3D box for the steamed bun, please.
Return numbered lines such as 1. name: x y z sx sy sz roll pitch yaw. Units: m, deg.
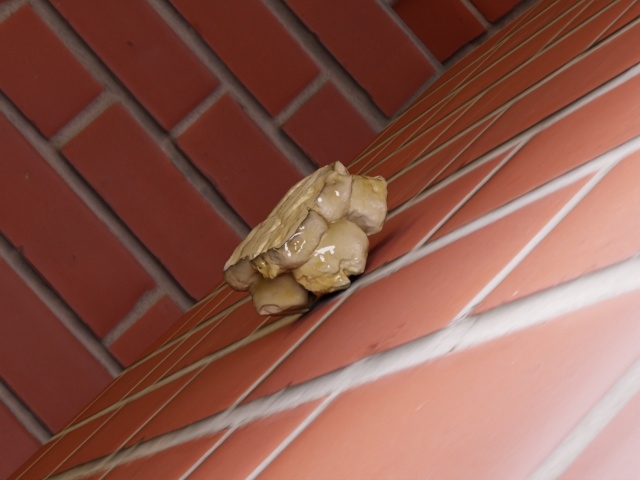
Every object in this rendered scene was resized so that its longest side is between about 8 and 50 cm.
1. steamed bun: 0.000 0.000 1.860 0.177 0.106 0.192 -30 21 54
